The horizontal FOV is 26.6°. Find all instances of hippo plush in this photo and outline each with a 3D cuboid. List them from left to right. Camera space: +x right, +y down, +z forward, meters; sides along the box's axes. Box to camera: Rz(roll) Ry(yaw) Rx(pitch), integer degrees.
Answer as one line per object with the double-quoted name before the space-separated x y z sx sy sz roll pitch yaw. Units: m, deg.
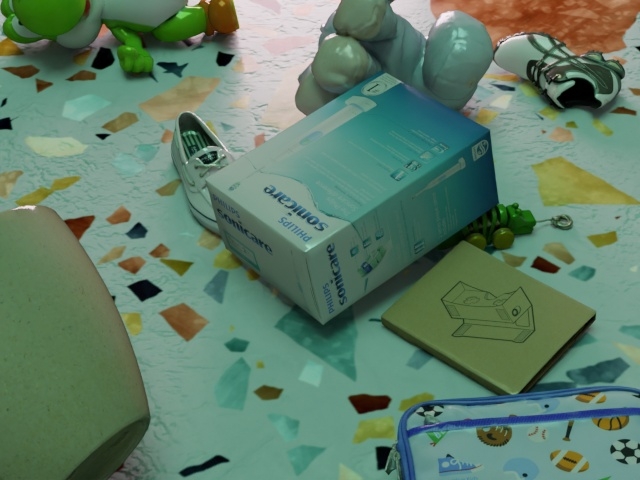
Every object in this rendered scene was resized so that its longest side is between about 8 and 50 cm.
"hippo plush" 0.107 -0.235 1.899 0.236 0.294 0.234 25 65 -6

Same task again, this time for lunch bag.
"lunch bag" 0.218 0.254 1.388 0.303 0.115 0.243 -3 40 -1

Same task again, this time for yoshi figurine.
"yoshi figurine" -0.314 -0.369 2.067 0.362 0.203 0.203 -10 49 -2

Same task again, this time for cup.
"cup" -0.318 0.162 1.418 0.237 0.331 0.331 43 56 11

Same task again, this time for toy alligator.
"toy alligator" 0.235 -0.027 1.741 0.190 0.051 0.056 -11 43 -7

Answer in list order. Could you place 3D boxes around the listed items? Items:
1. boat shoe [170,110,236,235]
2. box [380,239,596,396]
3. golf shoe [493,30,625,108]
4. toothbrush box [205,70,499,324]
"boat shoe" -0.153 -0.091 1.825 0.083 0.076 0.226 -23 45 -19
"box" 0.201 0.092 1.625 0.201 0.021 0.164 30 56 32
"golf shoe" 0.334 -0.243 1.958 0.198 0.077 0.094 16 46 22
"toothbrush box" 0.041 -0.061 1.692 0.295 0.126 0.216 -33 44 -23
